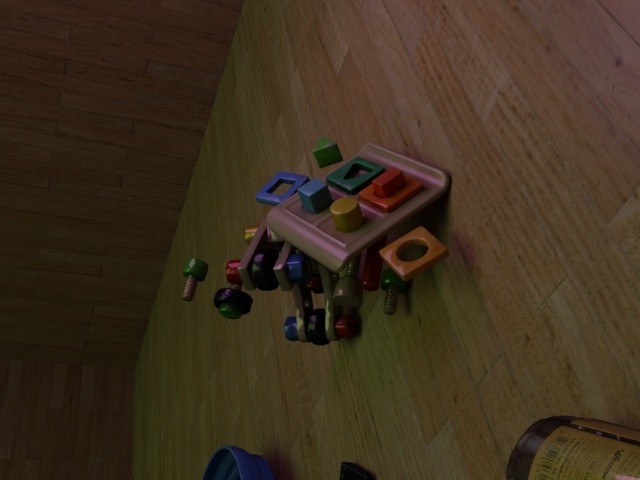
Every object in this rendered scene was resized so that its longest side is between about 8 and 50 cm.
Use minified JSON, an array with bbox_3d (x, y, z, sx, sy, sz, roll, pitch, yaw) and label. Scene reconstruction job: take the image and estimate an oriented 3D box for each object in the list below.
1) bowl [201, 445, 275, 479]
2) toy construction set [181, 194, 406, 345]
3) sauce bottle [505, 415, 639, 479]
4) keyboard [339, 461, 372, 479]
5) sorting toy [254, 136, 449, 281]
[{"bbox_3d":[-0.165,0.579,1.305,0.391,0.077,0.391,-168,90,-70],"label":"bowl"},{"bbox_3d":[0.000,0.000,1.057,0.309,0.257,0.237,-19,50,45],"label":"toy construction set"},{"bbox_3d":[0.248,0.183,0.417,0.344,0.111,0.111,172,105,-71],"label":"sauce bottle"},{"bbox_3d":[0.039,0.411,1.017,0.108,0.023,0.180,-3,78,63],"label":"keyboard"},{"bbox_3d":[0.042,-0.059,0.933,0.348,0.196,0.047,32,154,48],"label":"sorting toy"}]
